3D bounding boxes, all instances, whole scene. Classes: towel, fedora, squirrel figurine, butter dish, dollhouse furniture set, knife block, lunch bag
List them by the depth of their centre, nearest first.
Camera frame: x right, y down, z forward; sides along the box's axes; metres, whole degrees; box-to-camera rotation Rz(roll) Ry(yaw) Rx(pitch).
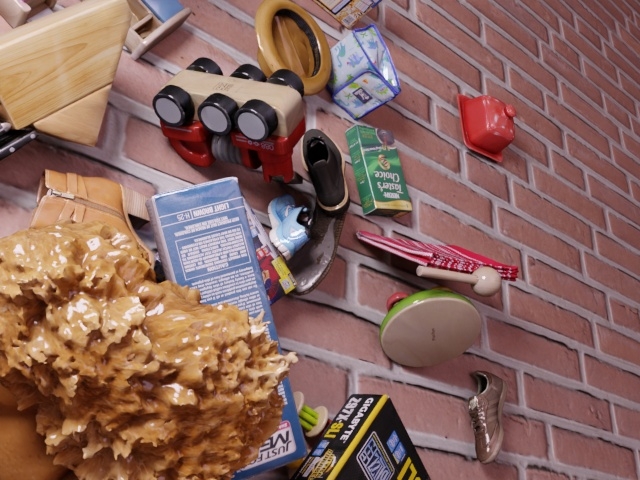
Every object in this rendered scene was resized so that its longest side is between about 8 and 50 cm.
[{"bbox_3d":[-0.208,0.189,0.604,0.281,0.397,0.370,-24,79,-49],"label":"squirrel figurine"},{"bbox_3d":[-0.384,-0.215,0.777,0.242,0.088,0.275,18,88,-52],"label":"knife block"},{"bbox_3d":[-0.263,-0.418,0.893,0.198,0.303,0.286,45,48,-15],"label":"dollhouse furniture set"},{"bbox_3d":[-0.066,-0.357,1.195,0.194,0.079,0.194,15,68,-40],"label":"fedora"},{"bbox_3d":[0.228,0.026,1.214,0.275,0.199,0.031,10,98,-39],"label":"towel"},{"bbox_3d":[0.080,-0.334,1.277,0.096,0.129,0.151,-36,98,-43],"label":"lunch bag"},{"bbox_3d":[0.433,-0.300,1.579,0.160,0.118,0.160,15,61,-37],"label":"butter dish"}]

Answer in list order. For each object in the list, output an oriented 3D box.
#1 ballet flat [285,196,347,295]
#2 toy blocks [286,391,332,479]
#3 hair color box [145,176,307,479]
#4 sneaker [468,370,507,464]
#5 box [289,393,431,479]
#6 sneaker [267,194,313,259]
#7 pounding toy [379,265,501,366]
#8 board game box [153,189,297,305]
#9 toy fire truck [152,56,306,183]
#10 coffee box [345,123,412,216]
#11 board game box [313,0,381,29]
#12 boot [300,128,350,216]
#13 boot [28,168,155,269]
[{"bbox_3d":[0.000,0.000,1.106,0.058,0.084,0.249,72,27,-47],"label":"ballet flat"},{"bbox_3d":[-0.003,0.319,0.963,0.148,0.054,0.123,40,50,-21],"label":"toy blocks"},{"bbox_3d":[-0.125,0.103,0.803,0.105,0.174,0.347,-15,96,-17],"label":"hair color box"},{"bbox_3d":[0.316,0.342,1.239,0.071,0.066,0.188,30,47,-7],"label":"sneaker"},{"bbox_3d":[0.075,0.429,0.922,0.257,0.079,0.322,-45,116,-45],"label":"box"},{"bbox_3d":[-0.041,-0.030,1.042,0.063,0.073,0.162,54,12,-31],"label":"sneaker"},{"bbox_3d":[0.198,0.113,1.142,0.183,0.236,0.110,10,38,-17],"label":"pounding toy"},{"bbox_3d":[-0.158,0.037,0.951,0.194,0.060,0.194,-34,95,-43],"label":"board game box"},{"bbox_3d":[-0.120,-0.155,1.012,0.246,0.217,0.158,84,28,-43],"label":"toy fire truck"},{"bbox_3d":[0.119,-0.140,1.286,0.113,0.040,0.184,3,69,-41],"label":"coffee box"},{"bbox_3d":[0.037,-0.553,1.326,0.193,0.147,0.045,31,54,-28],"label":"board game box"},{"bbox_3d":[0.000,-0.158,1.099,0.137,0.077,0.198,66,2,-53],"label":"boot"},{"bbox_3d":[-0.304,0.001,0.834,0.152,0.073,0.197,17,49,-37],"label":"boot"}]
